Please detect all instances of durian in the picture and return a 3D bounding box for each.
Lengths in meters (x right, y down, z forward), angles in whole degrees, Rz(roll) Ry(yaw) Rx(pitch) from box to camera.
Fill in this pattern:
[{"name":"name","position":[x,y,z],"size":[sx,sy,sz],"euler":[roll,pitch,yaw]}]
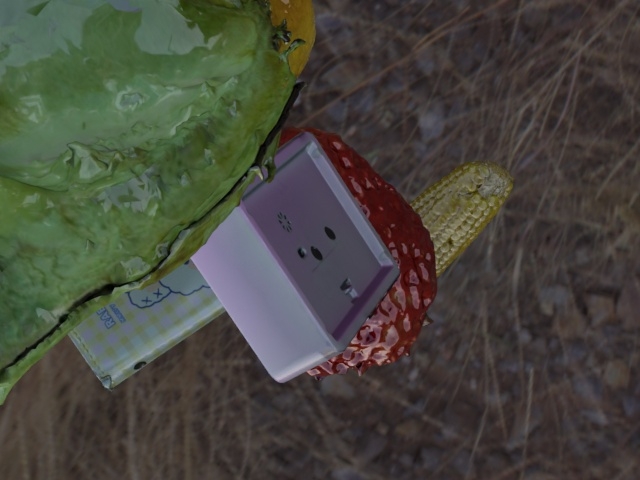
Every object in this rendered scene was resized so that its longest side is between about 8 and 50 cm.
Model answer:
[{"name":"durian","position":[-0.164,-0.030,0.556],"size":[0.198,0.394,0.163],"euler":[12,125,47]}]

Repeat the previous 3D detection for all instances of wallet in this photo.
[{"name":"wallet","position":[-0.214,0.031,1.884],"size":[0.309,0.077,0.223],"euler":[-35,76,-3]}]

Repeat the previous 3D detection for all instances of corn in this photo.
[{"name":"corn","position":[0.135,-0.006,1.752],"size":[0.097,0.097,0.261],"euler":[45,119,-3]}]

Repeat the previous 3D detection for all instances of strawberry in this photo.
[{"name":"strawberry","position":[0.000,0.000,1.317],"size":[0.205,0.205,0.244],"euler":[-7,132,19]}]

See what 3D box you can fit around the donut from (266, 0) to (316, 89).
[{"name":"donut","position":[-0.081,-0.174,1.011],"size":[0.190,0.074,0.174],"euler":[41,153,6]}]

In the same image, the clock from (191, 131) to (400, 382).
[{"name":"clock","position":[-0.020,0.010,1.107],"size":[0.063,0.197,0.150],"euler":[-31,97,24]}]
